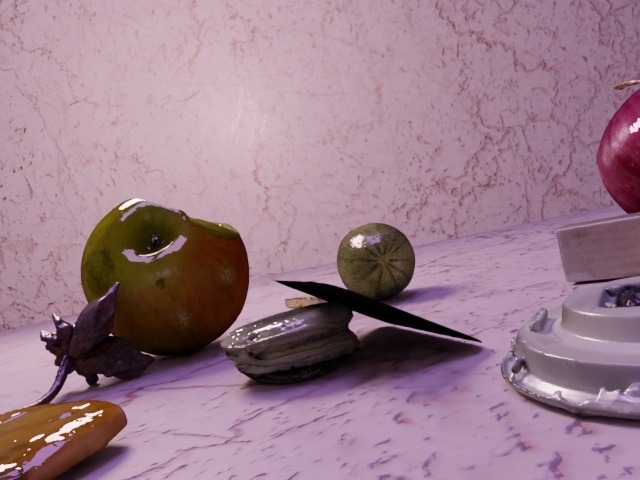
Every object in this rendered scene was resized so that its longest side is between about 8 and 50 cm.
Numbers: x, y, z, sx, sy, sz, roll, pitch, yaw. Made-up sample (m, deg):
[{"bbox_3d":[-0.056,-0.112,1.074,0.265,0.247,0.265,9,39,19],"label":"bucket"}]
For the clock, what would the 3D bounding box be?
[{"bbox_3d":[0.238,0.056,0.372,0.236,0.053,0.236,-12,-1,0],"label":"clock"}]

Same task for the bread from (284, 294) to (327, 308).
[{"bbox_3d":[-0.009,0.113,1.047,0.068,0.028,0.153,-12,0,-29],"label":"bread"}]

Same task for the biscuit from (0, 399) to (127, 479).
[{"bbox_3d":[-0.276,0.167,0.401,0.259,0.041,0.203,-14,1,-18],"label":"biscuit"}]

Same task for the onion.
[{"bbox_3d":[0.689,-0.200,1.005,0.358,0.345,0.358,-21,-9,-4],"label":"onion"}]

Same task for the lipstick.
[{"bbox_3d":[0.481,-0.012,0.645,0.371,0.080,0.076,-11,2,38],"label":"lipstick"}]

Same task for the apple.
[{"bbox_3d":[-0.229,0.042,0.827,0.246,0.246,0.226,-12,-36,1],"label":"apple"}]

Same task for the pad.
[{"bbox_3d":[-0.015,0.019,0.575,0.055,0.323,0.250,-52,12,-13],"label":"pad"}]

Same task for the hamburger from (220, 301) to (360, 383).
[{"bbox_3d":[-0.027,0.104,0.568,0.133,0.063,0.140,-15,0,32],"label":"hamburger"}]

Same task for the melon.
[{"bbox_3d":[0.096,0.037,0.974,0.139,0.139,0.192,-12,-2,-2],"label":"melon"}]

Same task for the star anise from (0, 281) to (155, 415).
[{"bbox_3d":[-0.321,0.153,0.626,0.218,0.148,0.227,20,27,-7],"label":"star anise"}]
